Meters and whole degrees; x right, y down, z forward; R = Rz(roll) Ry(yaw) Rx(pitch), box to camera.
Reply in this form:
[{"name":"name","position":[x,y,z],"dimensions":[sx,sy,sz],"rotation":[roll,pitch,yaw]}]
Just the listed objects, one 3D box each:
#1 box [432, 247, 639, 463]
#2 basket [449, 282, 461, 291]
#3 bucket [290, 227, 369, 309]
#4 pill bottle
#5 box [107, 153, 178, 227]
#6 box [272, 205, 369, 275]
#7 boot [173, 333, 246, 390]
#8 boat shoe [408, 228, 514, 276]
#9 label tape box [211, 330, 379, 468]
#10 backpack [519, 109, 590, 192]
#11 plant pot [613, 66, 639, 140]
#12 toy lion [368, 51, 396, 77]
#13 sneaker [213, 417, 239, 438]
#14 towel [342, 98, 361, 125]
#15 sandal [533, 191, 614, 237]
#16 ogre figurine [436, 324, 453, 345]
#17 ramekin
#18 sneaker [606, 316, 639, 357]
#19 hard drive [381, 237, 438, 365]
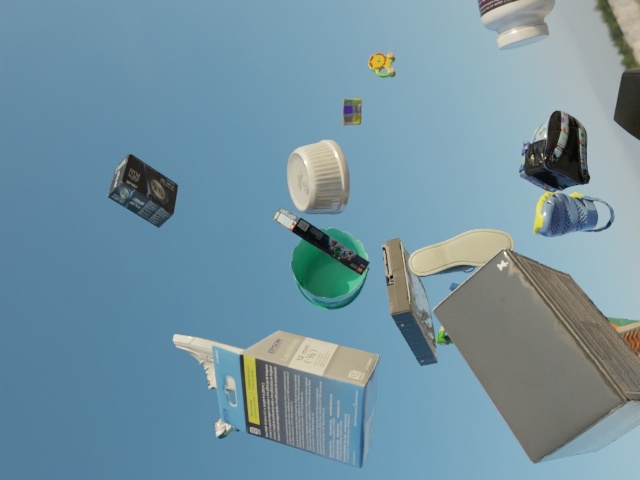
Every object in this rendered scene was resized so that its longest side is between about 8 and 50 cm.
[{"name":"box","position":[0.393,0.195,1.044],"dimensions":[0.294,0.183,0.296],"rotation":[18,-146,-48]},{"name":"basket","position":[0.556,0.207,1.892],"dimensions":[0.255,0.289,0.201],"rotation":[26,-97,-11]},{"name":"bucket","position":[0.039,0.110,2.216],"dimensions":[0.183,0.281,0.281],"rotation":[72,-173,-66]},{"name":"pill bottle","position":[0.477,-0.654,1.530],"dimensions":[0.181,0.182,0.322],"rotation":[-22,-79,-59]},{"name":"box","position":[-0.523,-0.148,1.818],"dimensions":[0.180,0.077,0.147],"rotation":[36,-150,-30]},{"name":"box","position":[0.000,0.000,1.589],"dimensions":[0.233,0.044,0.159],"rotation":[33,179,-25]},{"name":"boot","position":[-0.285,0.327,1.605],"dimensions":[0.095,0.258,0.123],"rotation":[37,-115,-68]},{"name":"boat shoe","position":[0.343,0.036,1.505],"dimensions":[0.079,0.255,0.095],"rotation":[26,-135,-78]},{"name":"label tape box","position":[-0.053,0.333,1.348],"dimensions":[0.115,0.348,0.249],"rotation":[-51,-33,-52]},{"name":"backpack","position":[0.583,-0.226,1.521],"dimensions":[0.158,0.117,0.173],"rotation":[18,-107,-24]},{"name":"plant pot","position":[0.820,-0.336,1.465],"dimensions":[0.188,0.167,0.187],"rotation":[-20,-57,-26]},{"name":"toy lion","position":[0.217,-0.623,2.175],"dimensions":[0.034,0.096,0.100],"rotation":[42,-135,-64]},{"name":"sneaker","position":[-0.262,0.522,1.770],"dimensions":[0.038,0.098,0.069],"rotation":[85,160,-45]},{"name":"towel","position":[0.098,-0.397,1.893],"dimensions":[0.009,0.060,0.083],"rotation":[-102,12,-64]},{"name":"sandal","position":[0.702,-0.071,1.691],"dimensions":[0.317,0.138,0.126],"rotation":[-13,-66,-40]},{"name":"ogre figurine","position":[0.464,0.270,2.020],"dimensions":[0.097,0.118,0.197],"rotation":[-85,9,-81]},{"name":"ramekin","position":[-0.012,-0.168,1.680],"dimensions":[0.109,0.207,0.207],"rotation":[-10,-106,-23]},{"name":"sneaker","position":[0.653,0.241,1.465],"dimensions":[0.302,0.121,0.108],"rotation":[-1,-88,-14]},{"name":"hard drive","position":[0.256,0.179,1.724],"dimensions":[0.339,0.064,0.236],"rotation":[57,-156,-48]}]
